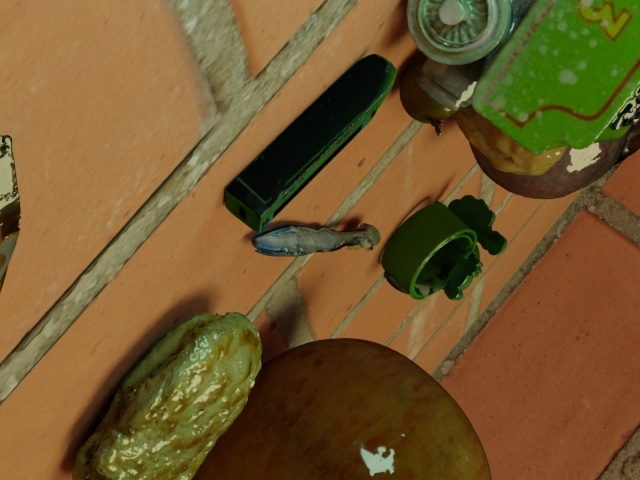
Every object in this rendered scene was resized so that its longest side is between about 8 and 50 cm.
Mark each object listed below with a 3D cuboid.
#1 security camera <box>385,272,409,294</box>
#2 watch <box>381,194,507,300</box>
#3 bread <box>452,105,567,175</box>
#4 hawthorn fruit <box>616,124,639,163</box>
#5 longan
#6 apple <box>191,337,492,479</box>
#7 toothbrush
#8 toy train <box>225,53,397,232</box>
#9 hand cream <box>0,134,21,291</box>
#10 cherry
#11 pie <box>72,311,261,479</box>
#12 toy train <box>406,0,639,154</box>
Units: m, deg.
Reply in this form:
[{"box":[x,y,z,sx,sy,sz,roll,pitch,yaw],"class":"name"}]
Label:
[{"box":[0.146,0.032,2.129,0.092,0.058,0.058,-56,169,-21],"class":"security camera"},{"box":[0.169,0.000,2.019,0.165,0.131,0.152,-51,149,15],"class":"watch"},{"box":[0.223,-0.191,1.510,0.244,0.134,0.244,-160,-90,-90],"class":"bread"},{"box":[0.442,-0.230,2.105,0.249,0.215,0.215,-38,162,-41],"class":"hawthorn fruit"},{"box":[0.118,-0.150,1.460,0.075,0.075,0.083,29,55,-77],"class":"longan"},{"box":[0.017,0.333,1.749,0.333,0.400,0.400,-34,159,-34],"class":"apple"},{"box":[0.000,0.000,1.563,0.042,0.035,0.413,-20,174,17],"class":"toothbrush"},{"box":[-0.004,-0.092,1.279,0.209,0.044,0.042,-46,165,-25],"class":"toy train"},{"box":[-0.215,0.005,0.839,0.062,0.039,0.163,-24,151,-31],"class":"hand cream"},{"box":[0.292,-0.178,1.765,0.239,0.206,0.239,-15,109,-52],"class":"cherry"},{"box":[-0.154,0.171,1.384,0.248,0.090,0.201,-53,156,2],"class":"pie"},{"box":[0.238,-0.229,1.296,0.307,0.249,0.173,-55,165,19],"class":"toy train"}]
